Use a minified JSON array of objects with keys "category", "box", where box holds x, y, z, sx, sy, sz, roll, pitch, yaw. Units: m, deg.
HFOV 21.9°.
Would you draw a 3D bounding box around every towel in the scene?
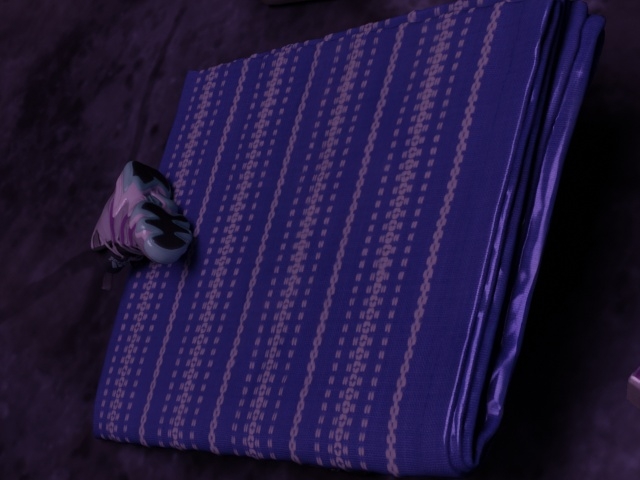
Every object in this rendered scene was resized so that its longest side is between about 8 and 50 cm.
[{"category":"towel","box":[0.000,0.000,0.872,0.336,0.040,0.243,-4,67,53]}]

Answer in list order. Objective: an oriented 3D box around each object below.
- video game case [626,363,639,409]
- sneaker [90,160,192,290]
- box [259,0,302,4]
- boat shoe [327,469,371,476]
[{"category":"video game case","box":[0.266,0.031,0.608,0.210,0.042,0.232,39,83,19]},{"category":"sneaker","box":[-0.109,0.004,0.955,0.069,0.038,0.098,-56,25,18]},{"category":"box","box":[0.000,-0.291,1.011,0.094,0.113,0.275,-2,69,36]},{"category":"boat shoe","box":[0.021,0.062,0.865,0.046,0.038,0.125,141,143,-59]}]
